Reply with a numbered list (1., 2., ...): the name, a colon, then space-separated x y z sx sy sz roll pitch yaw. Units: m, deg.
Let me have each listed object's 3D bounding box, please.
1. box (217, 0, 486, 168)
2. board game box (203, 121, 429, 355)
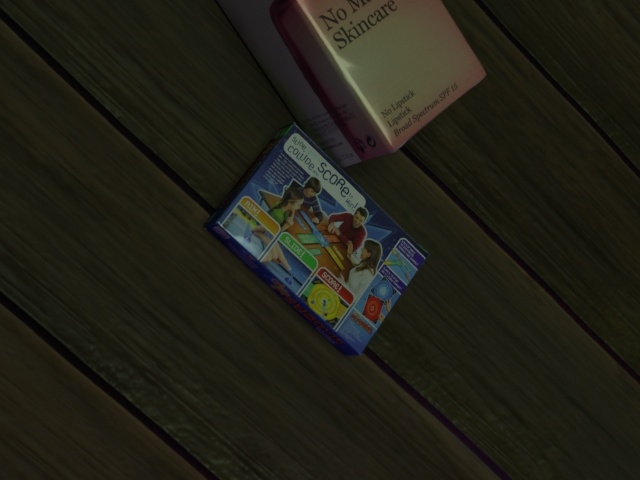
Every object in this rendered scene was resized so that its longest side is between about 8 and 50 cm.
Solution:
1. box: 0.027 -0.208 1.196 0.149 0.127 0.232 -40 103 -26
2. board game box: 0.000 0.000 1.209 0.201 0.035 0.136 44 66 -17
